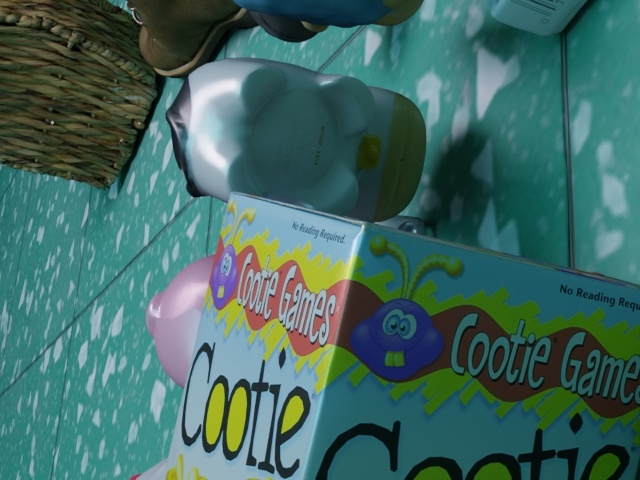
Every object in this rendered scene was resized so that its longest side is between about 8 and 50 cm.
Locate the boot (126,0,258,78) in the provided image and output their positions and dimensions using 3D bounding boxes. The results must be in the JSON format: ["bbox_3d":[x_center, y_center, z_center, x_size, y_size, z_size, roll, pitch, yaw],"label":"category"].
[{"bbox_3d":[-0.138,-0.232,1.054,0.305,0.115,0.112,166,112,-66],"label":"boot"}]

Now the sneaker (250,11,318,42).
[{"bbox_3d":[0.004,-0.241,0.687,0.106,0.078,0.234,173,110,-69],"label":"sneaker"}]

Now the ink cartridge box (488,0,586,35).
[{"bbox_3d":[0.133,-0.239,0.520,0.206,0.045,0.208,127,149,-45],"label":"ink cartridge box"}]

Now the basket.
[{"bbox_3d":[-0.347,-0.229,1.292,0.213,0.299,0.223,-59,29,36],"label":"basket"}]

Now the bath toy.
[{"bbox_3d":[-0.030,0.023,0.580,0.129,0.151,0.348,14,93,58],"label":"bath toy"}]

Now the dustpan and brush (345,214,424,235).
[{"bbox_3d":[0.000,0.000,0.700,0.211,0.060,0.147,159,125,-71],"label":"dustpan and brush"}]

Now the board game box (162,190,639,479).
[{"bbox_3d":[0.018,0.133,0.460,0.142,0.144,0.275,16,94,66],"label":"board game box"}]
